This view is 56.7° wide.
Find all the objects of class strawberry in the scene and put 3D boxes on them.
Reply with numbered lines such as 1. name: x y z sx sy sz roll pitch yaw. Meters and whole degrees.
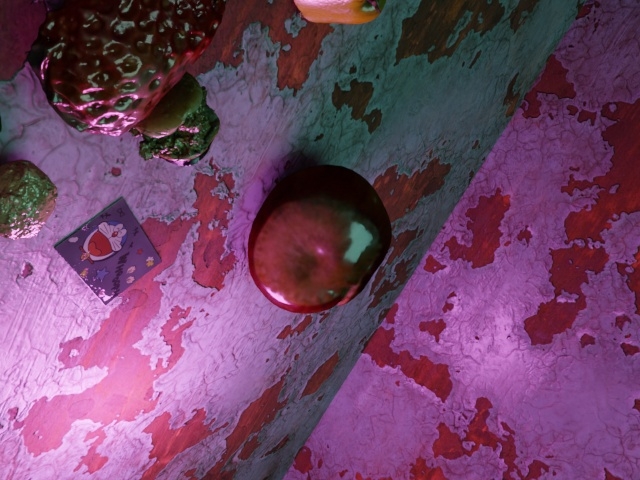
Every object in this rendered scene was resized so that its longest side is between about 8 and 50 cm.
1. strawberry: -0.268 -0.296 0.918 0.336 0.149 0.265 -41 177 -12

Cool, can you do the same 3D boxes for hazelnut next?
1. hazelnut: 0.000 0.000 1.569 0.359 0.359 0.410 -6 137 -53

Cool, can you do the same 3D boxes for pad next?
1. pad: -0.449 0.031 1.289 0.170 0.006 0.246 -41 150 -20

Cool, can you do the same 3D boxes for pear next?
1. pear: 0.072 -0.547 1.207 0.267 0.178 0.267 -39 148 -30

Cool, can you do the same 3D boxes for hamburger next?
1. hamburger: -0.279 -0.222 1.086 0.185 0.159 0.131 -64 161 -20

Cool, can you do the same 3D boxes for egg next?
1. egg: -0.499 -0.068 0.983 0.116 0.118 0.140 -1 117 -35
